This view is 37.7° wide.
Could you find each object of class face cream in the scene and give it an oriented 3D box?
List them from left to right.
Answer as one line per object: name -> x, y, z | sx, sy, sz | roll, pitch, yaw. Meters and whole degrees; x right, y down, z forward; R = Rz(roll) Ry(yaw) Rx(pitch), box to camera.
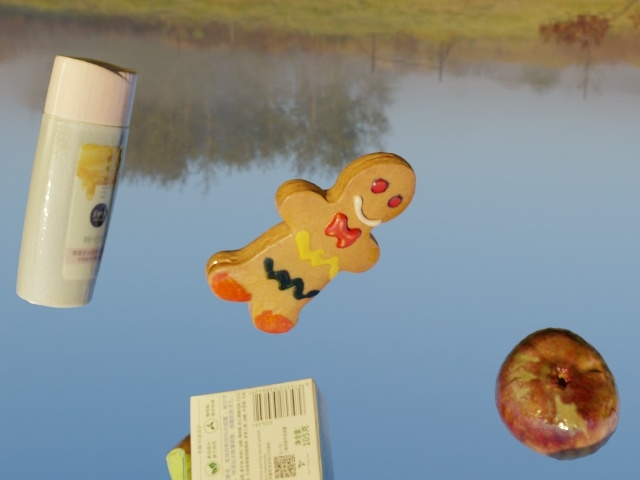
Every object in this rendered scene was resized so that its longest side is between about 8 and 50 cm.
face cream -> -0.196, -0.047, 0.756 | 0.057, 0.198, 0.084 | 19, -168, 24

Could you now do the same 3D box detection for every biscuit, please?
biscuit -> 0.000, 0.000, 1.004 | 0.165, 0.250, 0.036 | 41, -165, -43

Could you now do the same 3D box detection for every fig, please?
fig -> 0.311, 0.211, 1.181 | 0.143, 0.160, 0.231 | -26, 140, 21

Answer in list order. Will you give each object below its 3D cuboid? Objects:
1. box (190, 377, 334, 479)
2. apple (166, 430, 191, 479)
box -> -0.058, 0.254, 0.978 | 0.139, 0.194, 0.073 | -10, 152, 9
apple -> -0.113, 0.370, 1.287 | 0.246, 0.246, 0.226 | 4, -152, 10
